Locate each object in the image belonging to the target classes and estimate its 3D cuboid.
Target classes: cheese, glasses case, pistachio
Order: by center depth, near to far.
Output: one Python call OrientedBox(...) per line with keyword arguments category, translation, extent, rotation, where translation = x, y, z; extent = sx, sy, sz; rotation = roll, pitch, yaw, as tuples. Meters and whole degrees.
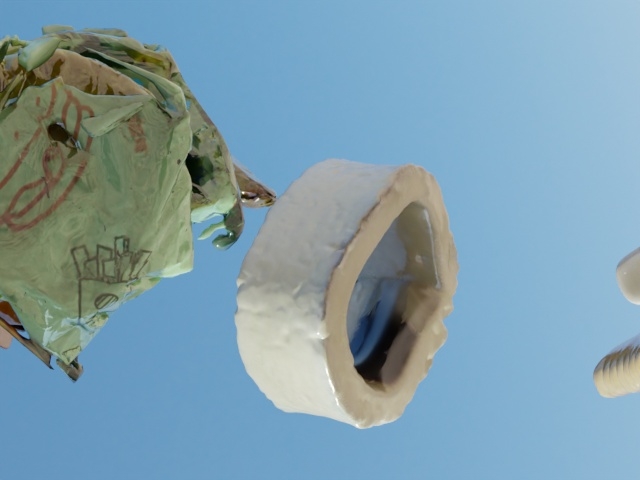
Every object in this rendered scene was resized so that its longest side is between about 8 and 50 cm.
OrientedBox(category="cheese", translation=(0.043, 0.062, 1.728), extent=(0.332, 0.153, 0.292), rotation=(-58, -41, -27))
OrientedBox(category="pistachio", translation=(-0.127, -0.088, 1.887), extent=(0.089, 0.049, 0.173), rotation=(31, -172, -47))
OrientedBox(category="glasses case", translation=(0.526, 0.023, 1.985), extent=(0.050, 0.196, 0.083), rotation=(4, -127, -51))

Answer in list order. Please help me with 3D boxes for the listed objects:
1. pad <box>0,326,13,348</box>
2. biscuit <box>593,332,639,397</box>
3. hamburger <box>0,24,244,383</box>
OrientedBox(category="pad", translation=(-0.446, 0.024, 1.762), extent=(0.181, 0.004, 0.267), rotation=(55, -171, -23))
OrientedBox(category="biscuit", translation=(0.232, 0.028, 0.690), extent=(0.249, 0.160, 0.030), rotation=(89, 156, -79))
OrientedBox(category="hamburger", translation=(-0.183, -0.058, 0.989), extent=(0.276, 0.150, 0.260), rotation=(-42, -82, -25))
